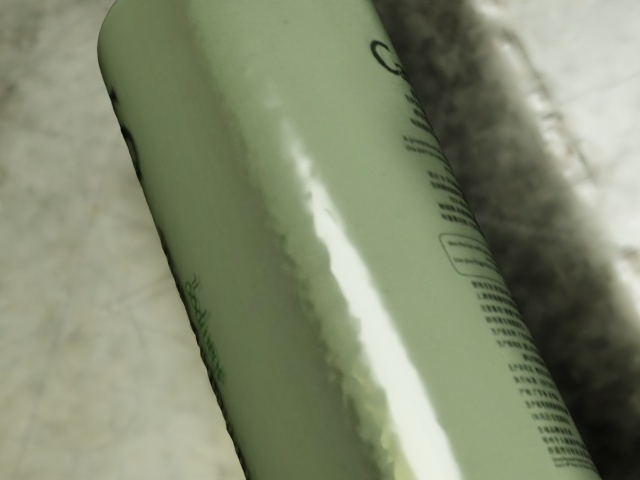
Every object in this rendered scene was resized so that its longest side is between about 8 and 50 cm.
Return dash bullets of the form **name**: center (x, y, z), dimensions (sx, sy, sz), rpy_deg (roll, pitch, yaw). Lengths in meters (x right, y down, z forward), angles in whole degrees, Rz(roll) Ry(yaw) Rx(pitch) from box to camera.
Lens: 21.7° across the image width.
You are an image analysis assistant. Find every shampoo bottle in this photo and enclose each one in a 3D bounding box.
- **shampoo bottle**: center (0.000, 0.000, 0.457), dimensions (0.085, 0.085, 0.262), rpy_deg (-24, 66, 2)
